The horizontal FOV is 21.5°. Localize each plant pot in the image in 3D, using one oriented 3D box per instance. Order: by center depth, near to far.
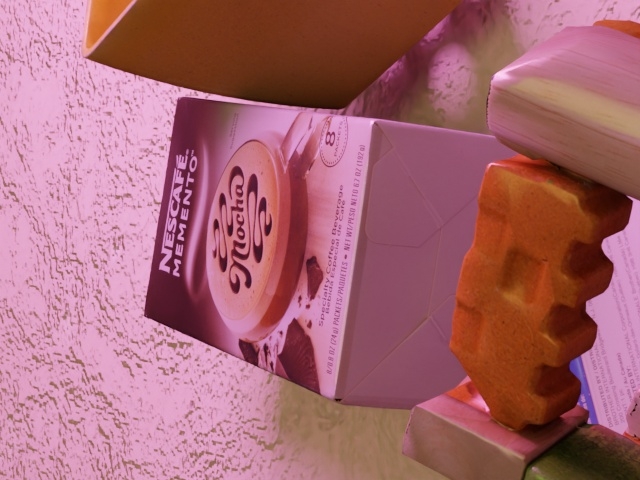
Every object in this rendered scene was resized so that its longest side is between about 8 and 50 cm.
[{"bbox_3d":[-0.018,-0.212,1.130,0.212,0.187,0.212,-40,36,37],"label":"plant pot"}]

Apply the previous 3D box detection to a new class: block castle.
[{"bbox_3d":[0.189,0.117,0.738,0.212,0.303,0.453,26,119,29],"label":"block castle"}]

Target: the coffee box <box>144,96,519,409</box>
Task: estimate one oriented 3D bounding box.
[{"bbox_3d":[0.000,0.000,1.110,0.297,0.118,0.168,14,97,62],"label":"coffee box"}]

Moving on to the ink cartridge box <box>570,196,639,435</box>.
[{"bbox_3d":[0.232,-0.001,0.942,0.311,0.065,0.186,-29,65,40],"label":"ink cartridge box"}]
